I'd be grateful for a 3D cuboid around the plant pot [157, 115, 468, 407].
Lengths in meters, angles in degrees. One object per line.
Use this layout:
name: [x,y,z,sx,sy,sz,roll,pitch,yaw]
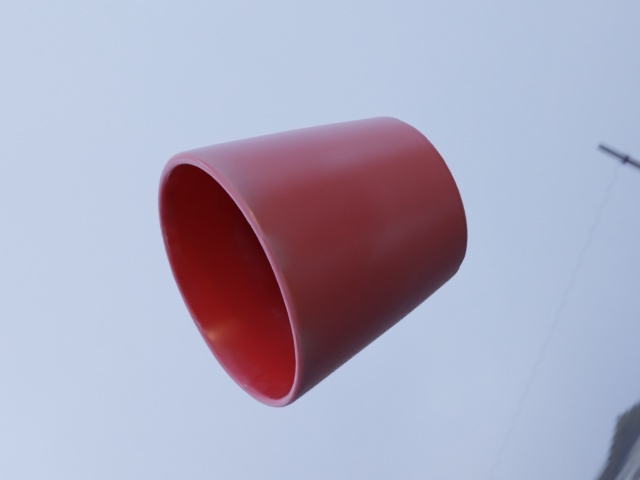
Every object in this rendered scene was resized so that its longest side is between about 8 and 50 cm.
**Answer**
plant pot: [0.000,0.000,1.177,0.243,0.275,0.275,-25,-38,-27]
